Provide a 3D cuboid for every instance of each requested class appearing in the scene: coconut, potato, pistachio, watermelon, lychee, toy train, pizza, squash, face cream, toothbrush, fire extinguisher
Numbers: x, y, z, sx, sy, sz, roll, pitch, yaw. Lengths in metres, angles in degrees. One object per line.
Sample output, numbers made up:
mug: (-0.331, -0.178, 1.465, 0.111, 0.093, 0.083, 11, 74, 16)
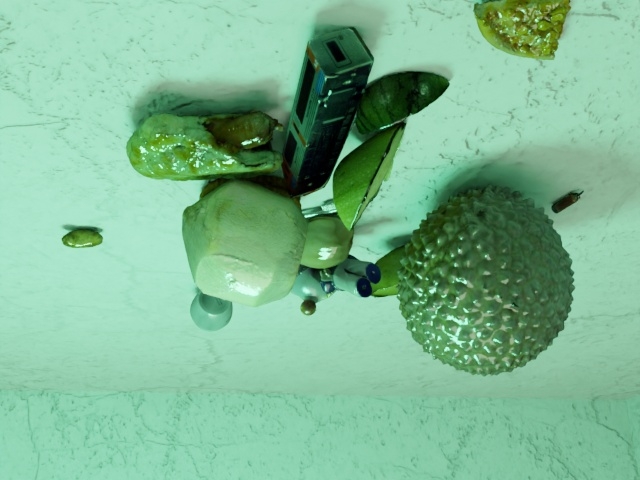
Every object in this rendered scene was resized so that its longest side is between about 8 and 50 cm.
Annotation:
coconut: (-0.147, 0.002, 1.440, 0.230, 0.227, 0.227, 16, 154, -10)
potato: (0.232, 0.063, 1.903, 0.271, 0.111, 0.160, -9, 168, -20)
pistachio: (0.000, 0.000, 1.733, 0.184, 0.125, 0.124, -10, 156, 31)
watermelon: (0.120, -0.213, 1.283, 0.181, 0.075, 0.092, -20, 155, 33)
lychee: (0.340, 0.081, 1.642, 0.380, 0.380, 0.432, -8, 134, 15)
potato: (-0.540, -0.005, 1.769, 0.092, 0.047, 0.045, -5, 144, -19)
toy train: (-0.004, -0.194, 1.299, 0.086, 0.089, 0.409, -23, 164, -18)
pizza: (0.304, -0.308, 1.116, 0.131, 0.041, 0.178, -21, 151, 35)
squash: (0.078, -0.142, 1.384, 0.085, 0.192, 0.184, 26, 132, 8)
face cream: (-0.298, 0.187, 2.150, 0.117, 0.117, 0.104, 4, 147, -14)
toothbrush: (-0.080, -0.048, 1.731, 0.286, 0.020, 0.025, -14, 122, 28)
fire extinguisher: (0.535, -0.085, 1.688, 0.028, 0.022, 0.083, -34, 175, -33)

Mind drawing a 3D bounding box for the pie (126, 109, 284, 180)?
pie: (-0.199, -0.152, 1.375, 0.274, 0.106, 0.257, -1, 166, -2)

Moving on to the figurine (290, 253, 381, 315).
figurine: (0.011, 0.086, 1.818, 0.133, 0.194, 0.274, 44, 177, -31)

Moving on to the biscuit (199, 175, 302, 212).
biscuit: (-0.145, -0.072, 1.614, 0.220, 0.066, 0.220, -3, 154, -1)
